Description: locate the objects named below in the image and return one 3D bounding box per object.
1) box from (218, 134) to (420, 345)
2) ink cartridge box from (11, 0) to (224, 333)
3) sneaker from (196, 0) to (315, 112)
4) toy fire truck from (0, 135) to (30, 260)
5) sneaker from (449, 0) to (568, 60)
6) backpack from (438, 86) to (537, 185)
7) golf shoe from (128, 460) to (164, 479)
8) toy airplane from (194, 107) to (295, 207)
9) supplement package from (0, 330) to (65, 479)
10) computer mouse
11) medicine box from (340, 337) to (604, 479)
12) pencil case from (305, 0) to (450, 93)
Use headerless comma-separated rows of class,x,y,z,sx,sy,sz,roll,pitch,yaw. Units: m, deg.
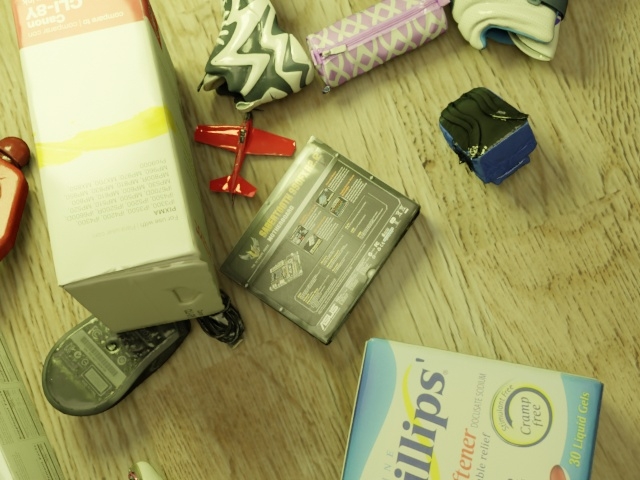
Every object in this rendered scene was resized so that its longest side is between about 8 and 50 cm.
box,0.000,0.000,1.171,0.183,0.056,0.231,33,86,9
ink cartridge box,-0.247,-0.102,1.068,0.161,0.279,0.384,-14,74,-4
sneaker,-0.130,-0.282,1.202,0.153,0.094,0.235,-34,85,-2
toy fire truck,-0.551,-0.083,1.196,0.302,0.169,0.254,31,68,8
sneaker,0.331,-0.366,1.162,0.323,0.130,0.236,-9,90,1
backpack,0.219,-0.139,1.149,0.098,0.101,0.120,-33,48,-3
golf shoe,-0.188,0.369,1.145,0.086,0.067,0.186,-31,74,-31
toy airplane,-0.116,-0.122,1.213,0.151,0.028,0.151,-1,82,4
supplement package,-0.499,0.279,1.139,0.204,0.145,0.261,-27,80,1
computer mouse,-0.255,0.140,1.177,0.272,0.072,0.188,-38,78,-13
medicine box,0.179,0.276,1.071,0.290,0.149,0.263,10,83,6
pencil case,0.077,-0.289,1.187,0.206,0.088,0.086,-27,83,1
